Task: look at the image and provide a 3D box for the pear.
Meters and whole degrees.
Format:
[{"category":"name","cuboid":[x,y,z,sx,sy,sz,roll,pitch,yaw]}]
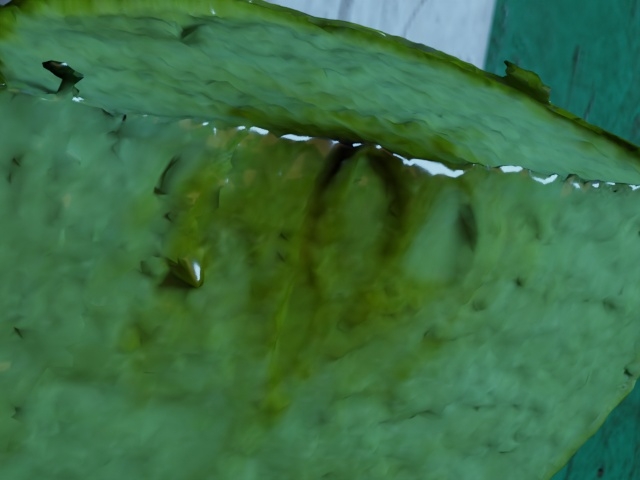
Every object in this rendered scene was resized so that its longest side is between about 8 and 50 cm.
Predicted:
[{"category":"pear","cuboid":[-0.037,0.041,0.551,0.288,0.139,0.239,6,111,-33]}]
